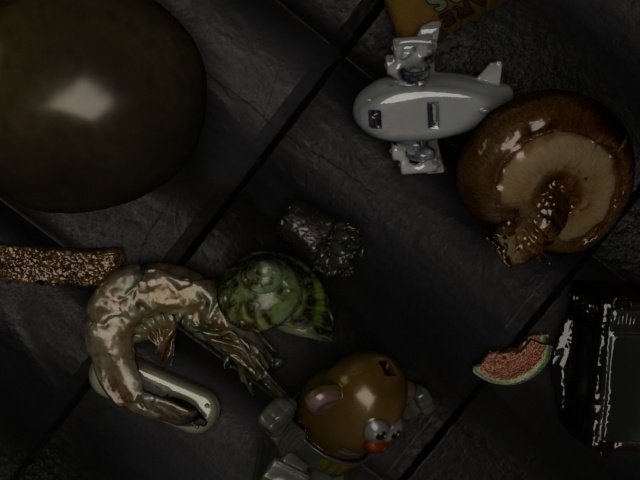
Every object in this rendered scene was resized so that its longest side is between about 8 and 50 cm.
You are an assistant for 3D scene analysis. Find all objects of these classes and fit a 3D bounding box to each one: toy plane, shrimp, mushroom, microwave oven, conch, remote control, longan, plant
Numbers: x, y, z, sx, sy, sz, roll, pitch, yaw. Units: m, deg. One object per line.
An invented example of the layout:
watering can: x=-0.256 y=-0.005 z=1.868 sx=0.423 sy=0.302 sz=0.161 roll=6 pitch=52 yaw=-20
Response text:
toy plane: x=0.170 y=-0.209 z=1.863 sx=0.245 sy=0.117 sz=0.244 roll=-1 pitch=120 yaw=-2
shrimp: x=-0.203 y=0.179 z=1.923 sx=0.360 sy=0.085 sz=0.247 roll=32 pitch=86 yaw=-8
mushroom: x=0.330 y=-0.092 z=1.832 sx=0.297 sy=0.163 sz=0.278 roll=37 pitch=90 yaw=-35
microwave oven: x=0.468 y=0.190 z=1.891 sx=0.188 sy=0.178 sz=0.247 roll=4 pitch=98 yaw=-8
conch: x=-0.062 y=0.084 z=1.876 sx=0.187 sy=0.181 sz=0.124 roll=20 pitch=94 yaw=11
remote control: x=-0.263 y=0.242 z=1.964 sx=0.221 sy=0.042 sz=0.078 roll=25 pitch=97 yaw=-5
longan: x=-0.341 y=-0.201 z=1.769 sx=0.361 sy=0.361 sz=0.361 roll=0 pitch=99 yaw=0
plant: x=0.000 y=0.000 z=1.904 sx=0.143 sy=0.092 sz=0.094 roll=33 pitch=69 yaw=1

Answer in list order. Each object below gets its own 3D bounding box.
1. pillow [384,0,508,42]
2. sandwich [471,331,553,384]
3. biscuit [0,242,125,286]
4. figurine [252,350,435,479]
pillow: x=0.188 y=-0.463 z=1.817 sx=0.310 sy=0.119 sz=0.312 roll=-30 pitch=105 yaw=7
sandwich: x=0.307 y=0.195 z=1.968 sx=0.135 sy=0.029 sz=0.067 roll=-19 pitch=97 yaw=1
biscuit: x=-0.407 y=0.039 z=1.936 sx=0.199 sy=0.034 sz=0.064 roll=2 pitch=100 yaw=0
figurine: x=0.027 y=0.282 z=1.873 sx=0.167 sy=0.342 sz=0.285 roll=41 pitch=117 yaw=14
